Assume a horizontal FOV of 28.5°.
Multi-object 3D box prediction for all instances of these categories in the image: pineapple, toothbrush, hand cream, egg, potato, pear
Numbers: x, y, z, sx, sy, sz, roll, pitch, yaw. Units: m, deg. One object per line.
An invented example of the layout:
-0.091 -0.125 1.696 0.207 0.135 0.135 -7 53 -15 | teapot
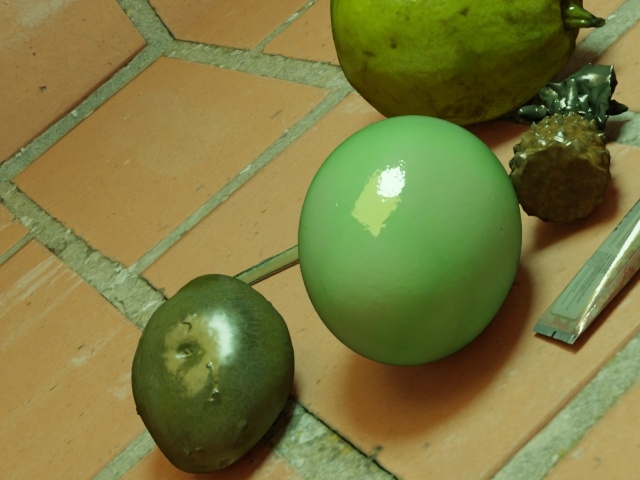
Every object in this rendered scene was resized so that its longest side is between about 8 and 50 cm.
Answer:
0.267 -0.111 1.353 0.119 0.111 0.237 5 31 13 | pineapple
-0.002 0.002 1.592 0.294 0.026 0.028 -27 7 19 | toothbrush
0.282 0.014 1.179 0.210 0.043 0.067 -47 24 -10 | hand cream
0.086 -0.001 1.239 0.220 0.220 0.270 -19 35 34 | egg
-0.117 0.141 1.349 0.178 0.160 0.235 -48 27 40 | potato
0.179 -0.279 1.578 0.375 0.287 0.287 8 48 36 | pear
